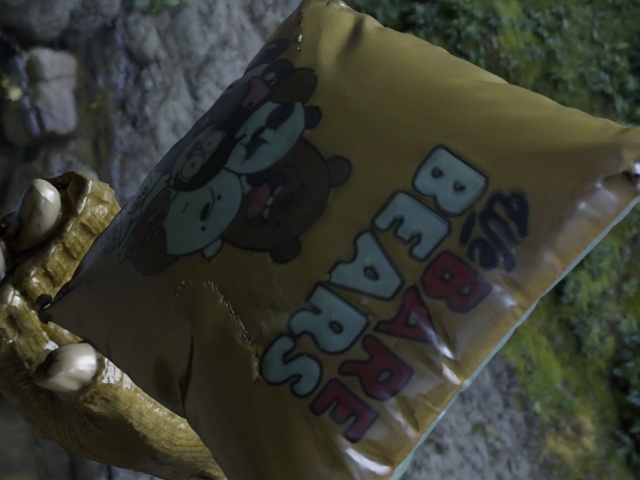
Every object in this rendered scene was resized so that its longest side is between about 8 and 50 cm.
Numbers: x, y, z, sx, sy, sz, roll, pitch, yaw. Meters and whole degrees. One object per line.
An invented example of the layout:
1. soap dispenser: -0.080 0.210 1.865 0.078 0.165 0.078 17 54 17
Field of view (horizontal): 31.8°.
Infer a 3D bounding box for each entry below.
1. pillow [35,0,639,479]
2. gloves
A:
1. pillow: 0.000 0.000 0.672 0.312 0.310 0.119 36 -9 40
2. gloves: -0.172 0.092 0.910 0.203 0.155 0.356 -101 164 -45
